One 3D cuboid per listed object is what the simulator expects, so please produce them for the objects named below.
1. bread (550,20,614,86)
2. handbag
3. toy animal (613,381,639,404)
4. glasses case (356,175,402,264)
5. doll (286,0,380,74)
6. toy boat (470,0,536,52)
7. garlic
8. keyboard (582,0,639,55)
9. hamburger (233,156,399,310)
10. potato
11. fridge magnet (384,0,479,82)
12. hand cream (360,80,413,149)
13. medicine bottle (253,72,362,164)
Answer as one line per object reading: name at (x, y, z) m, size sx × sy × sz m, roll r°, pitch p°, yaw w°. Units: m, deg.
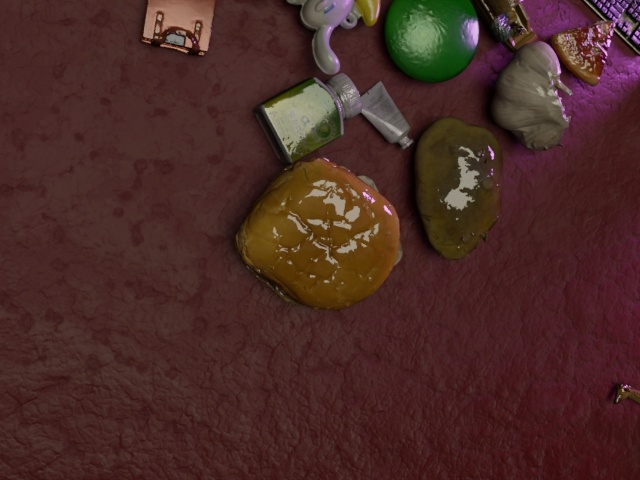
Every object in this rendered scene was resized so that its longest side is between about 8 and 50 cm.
bread at (0.586, -0.405, 1.729) m, size 0.154 × 0.054 × 0.136 m, roll -19°, pitch 98°, yaw -9°
handbag at (-0.261, -0.451, 1.473) m, size 0.127 × 0.063 × 0.190 m, roll 9°, pitch 88°, yaw -17°
toy animal at (0.802, 0.415, 1.863) m, size 0.149 × 0.054 × 0.275 m, roll -39°, pitch 107°, yaw -7°
glasses case at (0.105, -0.036, 1.618) m, size 0.081 × 0.051 × 0.204 m, roll -28°, pitch 101°, yaw -8°
doll at (0.009, -0.482, 1.519) m, size 0.237 × 0.111 × 0.252 m, roll 42°, pitch 72°, yaw -13°
toy boat at (0.351, -0.530, 1.616) m, size 0.089 × 0.115 × 0.310 m, roll -36°, pitch 104°, yaw -10°
garlic at (0.429, -0.293, 1.635) m, size 0.142 × 0.178 × 0.230 m, roll -8°, pitch 113°, yaw -1°
keyboard at (0.643, -0.549, 1.748) m, size 0.317 × 0.027 × 0.106 m, roll 36°, pitch 85°, yaw -16°
hamburger at (0.000, 0.000, 1.511) m, size 0.318 × 0.158 × 0.319 m, roll -1°, pitch 105°, yaw -5°
potato at (0.287, -0.106, 1.623) m, size 0.191 × 0.141 × 0.296 m, roll -1°, pitch 97°, yaw -14°
fridge magnet at (0.226, -0.426, 1.602) m, size 0.208 × 0.088 × 0.208 m, roll -1°, pitch 94°, yaw -16°
hand cream at (0.138, -0.249, 1.616) m, size 0.084 × 0.053 × 0.142 m, roll -42°, pitch 95°, yaw -23°
medicine bottle at (-0.018, -0.248, 1.545) m, size 0.188 × 0.088 × 0.132 m, roll -31°, pitch 102°, yaw -11°
